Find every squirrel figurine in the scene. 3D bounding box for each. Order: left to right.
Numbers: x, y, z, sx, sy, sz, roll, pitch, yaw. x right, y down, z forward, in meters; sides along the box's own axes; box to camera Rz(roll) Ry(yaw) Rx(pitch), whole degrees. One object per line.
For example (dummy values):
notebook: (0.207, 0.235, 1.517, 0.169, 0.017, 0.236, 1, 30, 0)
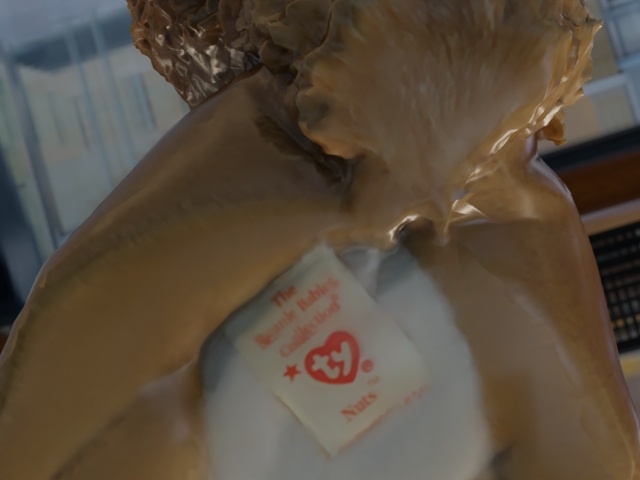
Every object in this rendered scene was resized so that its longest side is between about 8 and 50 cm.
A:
squirrel figurine: (0.000, 0.000, 0.779, 0.281, 0.397, 0.370, 11, -176, -5)
